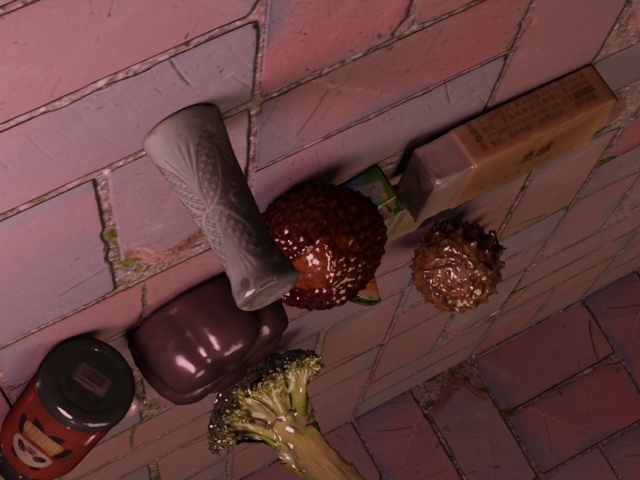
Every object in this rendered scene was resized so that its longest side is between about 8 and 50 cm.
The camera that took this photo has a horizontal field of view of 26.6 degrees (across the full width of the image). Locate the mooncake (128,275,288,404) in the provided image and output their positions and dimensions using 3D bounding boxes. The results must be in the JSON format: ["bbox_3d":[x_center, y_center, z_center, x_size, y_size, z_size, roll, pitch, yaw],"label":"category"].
[{"bbox_3d":[-0.170,0.150,2.097,0.245,0.133,0.245,-35,165,-10],"label":"mooncake"}]

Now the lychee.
[{"bbox_3d":[0.000,0.000,1.864,0.188,0.188,0.188,-28,164,-9],"label":"lychee"}]

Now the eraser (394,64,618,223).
[{"bbox_3d":[0.281,-0.146,2.049,0.343,0.078,0.144,-26,162,-21],"label":"eraser"}]

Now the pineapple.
[{"bbox_3d":[0.258,0.040,2.492,0.175,0.175,0.361,-32,179,8],"label":"pineapple"}]

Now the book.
[{"bbox_3d":[0.135,-0.048,2.199,0.290,0.026,0.201,-21,162,-27],"label":"book"}]

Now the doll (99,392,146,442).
[{"bbox_3d":[-0.374,0.300,2.308,0.160,0.059,0.161,-36,162,26],"label":"doll"}]

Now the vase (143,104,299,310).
[{"bbox_3d":[-0.104,-0.033,1.476,0.096,0.219,0.096,-27,164,-8],"label":"vase"}]

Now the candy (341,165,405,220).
[{"bbox_3d":[0.024,-0.029,2.001,0.195,0.062,0.097,-32,163,3],"label":"candy"}]

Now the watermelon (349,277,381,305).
[{"bbox_3d":[0.047,0.049,2.301,0.094,0.125,0.135,-61,-167,0],"label":"watermelon"}]

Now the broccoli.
[{"bbox_3d":[-0.031,0.366,2.616,0.221,0.361,0.252,-43,-161,51],"label":"broccoli"}]

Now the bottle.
[{"bbox_3d":[-0.398,0.278,2.048,0.144,0.144,0.336,-18,161,-36],"label":"bottle"}]
